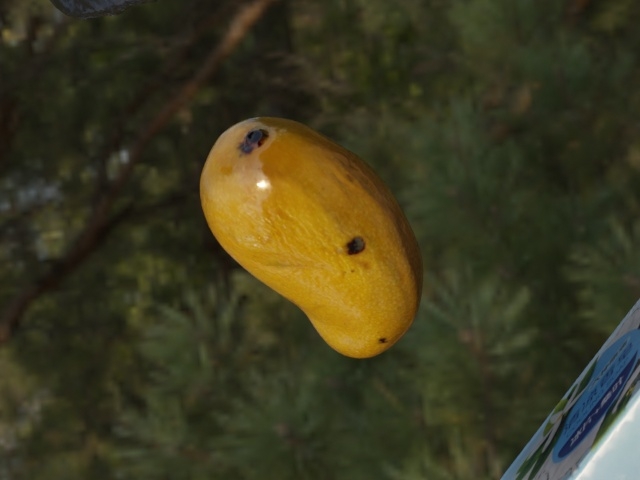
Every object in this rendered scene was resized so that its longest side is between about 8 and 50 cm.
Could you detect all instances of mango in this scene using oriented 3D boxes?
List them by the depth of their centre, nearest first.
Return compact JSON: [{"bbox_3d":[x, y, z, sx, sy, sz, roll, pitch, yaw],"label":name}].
[{"bbox_3d":[0.001,-0.005,1.425,0.262,0.157,0.109,52,-138,-40],"label":"mango"}]

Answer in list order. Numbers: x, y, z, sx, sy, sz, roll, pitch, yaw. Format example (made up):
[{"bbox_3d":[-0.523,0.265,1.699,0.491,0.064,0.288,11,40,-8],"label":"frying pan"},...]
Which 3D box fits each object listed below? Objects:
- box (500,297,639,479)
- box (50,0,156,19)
[{"bbox_3d":[0.175,0.082,0.825,0.232,0.083,0.142,-57,-1,19],"label":"box"},{"bbox_3d":[-0.148,-0.235,1.039,0.042,0.212,0.201,-32,-79,-33],"label":"box"}]
